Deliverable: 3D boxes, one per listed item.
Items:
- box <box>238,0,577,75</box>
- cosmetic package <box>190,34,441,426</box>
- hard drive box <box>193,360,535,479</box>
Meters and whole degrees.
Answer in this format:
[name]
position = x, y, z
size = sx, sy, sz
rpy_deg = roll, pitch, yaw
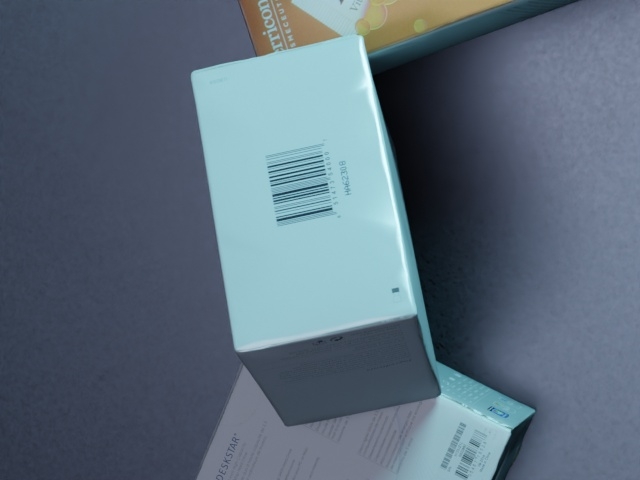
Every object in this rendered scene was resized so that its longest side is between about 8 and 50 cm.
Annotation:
[box]
position = 0.105, -0.271, 1.458
size = 0.345, 0.168, 0.215
rpy_deg = -19, 89, 21
[cosmetic package]
position = 0.000, 0.000, 1.439
size = 0.138, 0.224, 0.224
rpy_deg = -12, 69, 6
[hard drive box]
position = 0.034, 0.176, 1.576
size = 0.232, 0.089, 0.181
rpy_deg = 27, 104, 15
